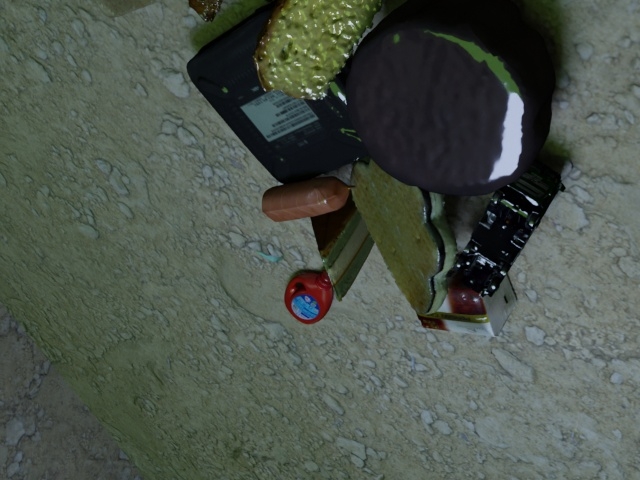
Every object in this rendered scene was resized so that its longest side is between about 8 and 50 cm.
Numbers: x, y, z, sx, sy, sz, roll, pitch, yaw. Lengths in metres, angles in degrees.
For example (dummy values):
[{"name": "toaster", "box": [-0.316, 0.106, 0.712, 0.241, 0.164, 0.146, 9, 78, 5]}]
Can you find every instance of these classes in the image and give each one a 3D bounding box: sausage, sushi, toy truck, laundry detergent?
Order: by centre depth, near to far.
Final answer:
[{"name": "toy truck", "box": [0.281, -0.022, 1.478, 0.088, 0.121, 0.259, 32, 145, 10]}, {"name": "sushi", "box": [-0.174, -0.386, 1.527, 0.060, 0.062, 0.118, 27, 166, 7]}, {"name": "sausage", "box": [-0.020, -0.070, 1.641, 0.169, 0.065, 0.065, -9, 125, 41]}, {"name": "laundry detergent", "box": [-0.015, 0.100, 1.945, 0.097, 0.049, 0.165, 39, 143, 5]}]

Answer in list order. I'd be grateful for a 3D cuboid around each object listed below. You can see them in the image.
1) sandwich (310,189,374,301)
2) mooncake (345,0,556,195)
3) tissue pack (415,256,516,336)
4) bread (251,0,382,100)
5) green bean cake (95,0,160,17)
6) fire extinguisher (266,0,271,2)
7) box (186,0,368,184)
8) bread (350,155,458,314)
[{"name": "sandwich", "box": [0.000, 0.000, 1.703, 0.144, 0.187, 0.117, 4, 133, 30]}, {"name": "mooncake", "box": [0.179, -0.199, 1.328, 0.283, 0.141, 0.283, 17, 129, 22]}, {"name": "tissue pack", "box": [0.237, 0.092, 1.664, 0.148, 0.099, 0.106, 4, 132, 40]}, {"name": "bread", "box": [0.005, -0.321, 1.367, 0.129, 0.134, 0.260, 30, 110, -14]}, {"name": "green bean cake", "box": [-0.293, -0.429, 1.555, 0.179, 0.085, 0.109, -6, 125, 44]}, {"name": "fire extinguisher", "box": [-0.171, -0.445, 1.427, 0.269, 0.105, 0.105, 43, 145, -7]}, {"name": "box", "box": [-0.054, -0.227, 1.579, 0.290, 0.073, 0.289, -16, 120, 50]}, {"name": "bread", "box": [0.141, -0.033, 1.550, 0.287, 0.056, 0.207, 64, 152, 18]}]
